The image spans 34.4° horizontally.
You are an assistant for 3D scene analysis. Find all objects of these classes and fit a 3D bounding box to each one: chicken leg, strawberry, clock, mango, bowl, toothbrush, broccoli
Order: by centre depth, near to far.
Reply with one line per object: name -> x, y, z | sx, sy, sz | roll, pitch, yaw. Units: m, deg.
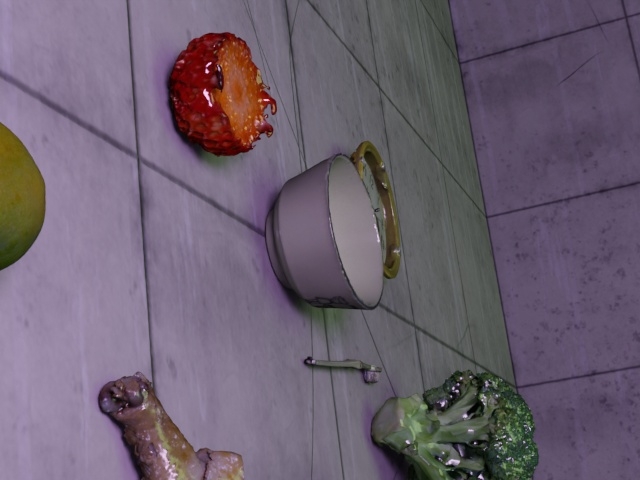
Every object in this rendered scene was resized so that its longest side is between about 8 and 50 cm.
mango -> -0.253, -0.041, 0.678 | 0.191, 0.085, 0.122 | 29, 54, -67
chicken leg -> -0.124, 0.208, 0.906 | 0.125, 0.080, 0.196 | -3, 80, -59
strawberry -> -0.116, -0.163, 1.163 | 0.145, 0.086, 0.145 | -15, 90, -70
bowl -> 0.000, 0.000, 1.353 | 0.211, 0.112, 0.211 | -14, 90, -72
toothbrush -> 0.038, 0.180, 1.479 | 0.294, 0.026, 0.028 | 31, 63, -66
broccoli -> 0.200, 0.319, 1.598 | 0.270, 0.270, 0.270 | 25, 46, -25
clock -> 0.079, -0.047, 1.711 | 0.237, 0.057, 0.237 | -11, 90, -73
